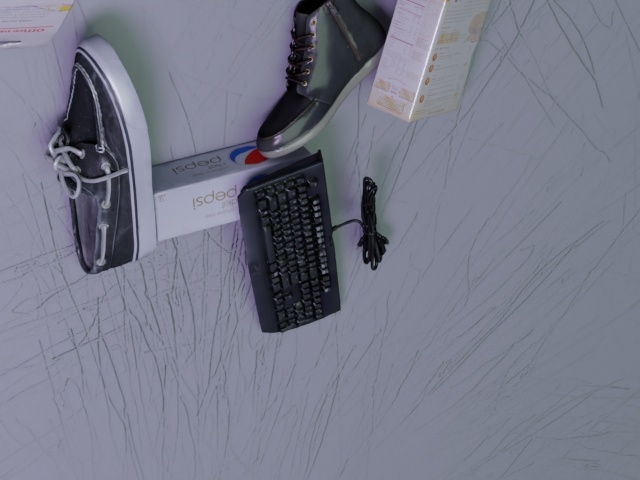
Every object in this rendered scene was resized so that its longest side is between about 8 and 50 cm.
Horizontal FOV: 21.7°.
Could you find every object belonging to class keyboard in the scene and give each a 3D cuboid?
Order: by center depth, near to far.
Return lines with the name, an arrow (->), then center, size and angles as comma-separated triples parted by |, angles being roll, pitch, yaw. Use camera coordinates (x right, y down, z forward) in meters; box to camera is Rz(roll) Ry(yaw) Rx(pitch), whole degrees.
keyboard -> 0.000, 0.000, 2.148 | 0.201, 0.033, 0.317 | -26, 145, -13

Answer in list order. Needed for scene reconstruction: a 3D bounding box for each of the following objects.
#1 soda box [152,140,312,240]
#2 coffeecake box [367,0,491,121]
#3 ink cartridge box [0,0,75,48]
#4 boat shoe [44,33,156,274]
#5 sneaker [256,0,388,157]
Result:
soda box -> -0.118, -0.068, 2.081 | 0.216, 0.074, 0.069 | -16, 122, -21
coffeecake box -> 0.142, -0.252, 2.089 | 0.142, 0.068, 0.185 | -19, 130, -58
ink cartridge box -> -0.332, -0.277, 1.819 | 0.115, 0.067, 0.198 | -5, 162, -26
boat shoe -> -0.268, -0.093, 1.963 | 0.105, 0.113, 0.306 | -24, 137, -25
sneaker -> -0.023, -0.212, 2.061 | 0.222, 0.083, 0.118 | -49, 123, -10
